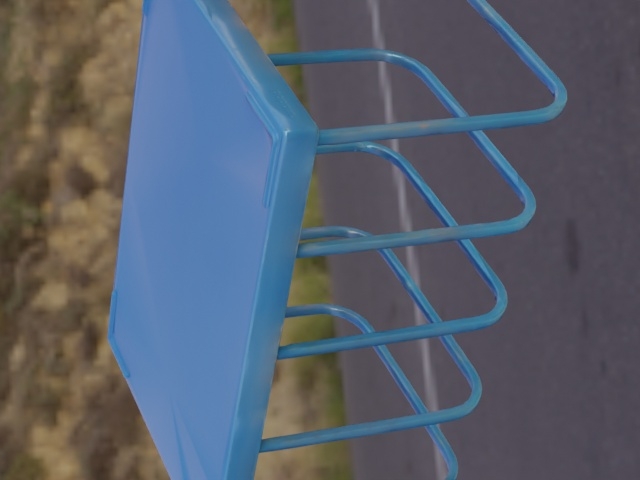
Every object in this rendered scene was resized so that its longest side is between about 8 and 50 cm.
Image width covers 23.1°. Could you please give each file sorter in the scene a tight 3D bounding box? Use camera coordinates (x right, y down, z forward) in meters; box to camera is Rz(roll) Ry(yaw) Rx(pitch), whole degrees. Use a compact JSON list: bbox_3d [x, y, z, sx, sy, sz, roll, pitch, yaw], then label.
[{"bbox_3d":[0.000,0.000,0.526,0.118,0.104,0.170,-122,35,-46],"label":"file sorter"}]
